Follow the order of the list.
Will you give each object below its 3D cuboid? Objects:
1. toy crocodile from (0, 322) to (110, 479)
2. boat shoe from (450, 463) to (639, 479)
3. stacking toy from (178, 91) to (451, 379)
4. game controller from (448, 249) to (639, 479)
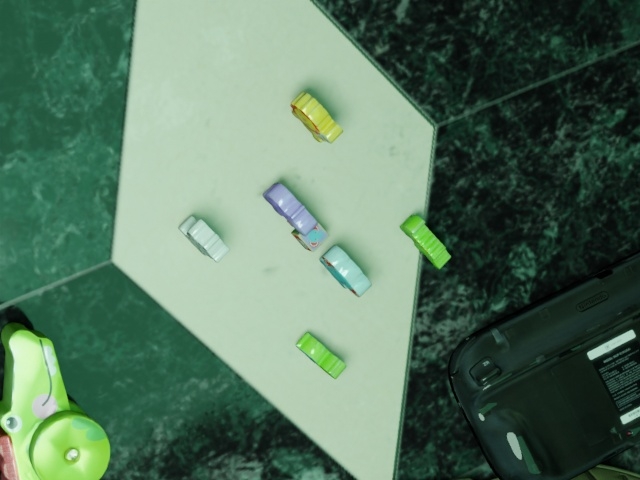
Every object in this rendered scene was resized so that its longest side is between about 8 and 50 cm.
[{"bbox_3d":[-0.225,0.235,1.300,0.105,0.115,0.340,-15,103,-17],"label":"toy crocodile"},{"bbox_3d":[0.208,0.289,1.477,0.302,0.113,0.103,0,116,-15],"label":"boat shoe"},{"bbox_3d":[0.000,0.000,1.385,0.167,0.052,0.221,-46,110,-9],"label":"stacking toy"},{"bbox_3d":[0.285,0.117,1.485,0.319,0.067,0.166,-25,92,-15],"label":"game controller"}]
